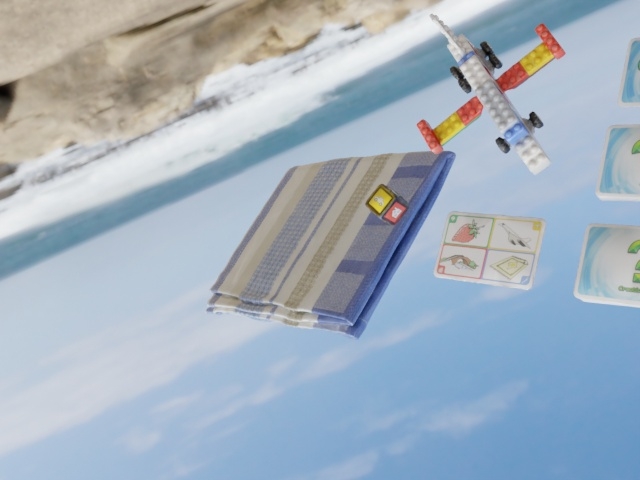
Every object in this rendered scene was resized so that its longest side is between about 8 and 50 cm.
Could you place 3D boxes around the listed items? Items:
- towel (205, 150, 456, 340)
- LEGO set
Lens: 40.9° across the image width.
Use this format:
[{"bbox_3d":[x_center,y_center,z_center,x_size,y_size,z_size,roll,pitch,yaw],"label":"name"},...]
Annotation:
[{"bbox_3d":[0.000,0.000,0.880,0.285,0.034,0.209,1,-124,56],"label":"towel"},{"bbox_3d":[0.136,-0.059,0.563,0.244,0.182,0.060,7,167,40],"label":"LEGO set"}]
